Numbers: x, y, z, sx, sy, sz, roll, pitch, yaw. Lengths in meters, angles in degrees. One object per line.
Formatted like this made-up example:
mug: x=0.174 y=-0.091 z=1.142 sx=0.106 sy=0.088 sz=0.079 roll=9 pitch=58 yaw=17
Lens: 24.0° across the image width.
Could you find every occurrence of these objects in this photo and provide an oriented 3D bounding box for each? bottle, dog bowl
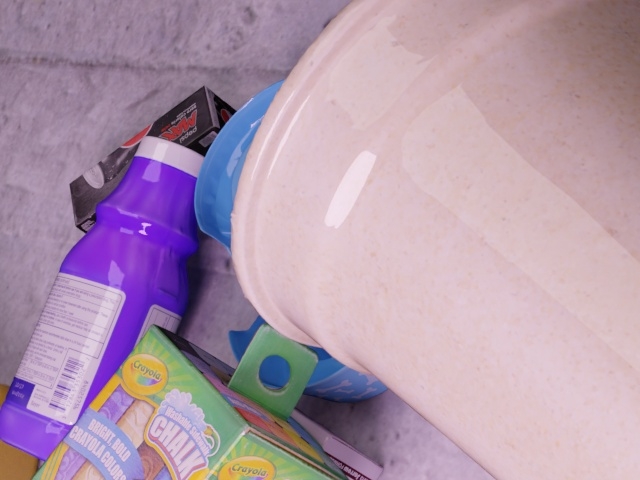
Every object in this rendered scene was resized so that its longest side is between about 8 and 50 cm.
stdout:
bottle: x=-0.171 y=0.053 z=1.259 sx=0.118 sy=0.092 sz=0.283 roll=12 pitch=77 yaw=44
dog bowl: x=0.000 y=0.000 z=1.176 sx=0.166 sy=0.074 sz=0.297 roll=-36 pitch=46 yaw=18

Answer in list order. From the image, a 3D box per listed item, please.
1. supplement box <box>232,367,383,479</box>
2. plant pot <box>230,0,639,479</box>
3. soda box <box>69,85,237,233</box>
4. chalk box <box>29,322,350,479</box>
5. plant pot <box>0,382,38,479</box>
supplement box: x=-0.075 y=0.228 z=1.093 sx=0.130 sy=0.073 sz=0.239 roll=28 pitch=83 yaw=46
plant pot: x=0.169 y=0.026 z=0.865 sx=0.334 sy=0.334 sz=0.305 roll=-47 pitch=54 yaw=6
soda box: x=-0.147 y=-0.064 z=1.359 sx=0.169 sy=0.053 sz=0.060 roll=-33 pitch=46 yaw=19
chalk box: x=-0.077 y=0.154 z=0.993 sx=0.213 sy=0.132 sz=0.132 roll=-51 pitch=45 yaw=3
plant pot: x=-0.373 y=0.229 z=1.270 sx=0.212 sy=0.212 sz=0.187 roll=-21 pitch=64 yaw=30
